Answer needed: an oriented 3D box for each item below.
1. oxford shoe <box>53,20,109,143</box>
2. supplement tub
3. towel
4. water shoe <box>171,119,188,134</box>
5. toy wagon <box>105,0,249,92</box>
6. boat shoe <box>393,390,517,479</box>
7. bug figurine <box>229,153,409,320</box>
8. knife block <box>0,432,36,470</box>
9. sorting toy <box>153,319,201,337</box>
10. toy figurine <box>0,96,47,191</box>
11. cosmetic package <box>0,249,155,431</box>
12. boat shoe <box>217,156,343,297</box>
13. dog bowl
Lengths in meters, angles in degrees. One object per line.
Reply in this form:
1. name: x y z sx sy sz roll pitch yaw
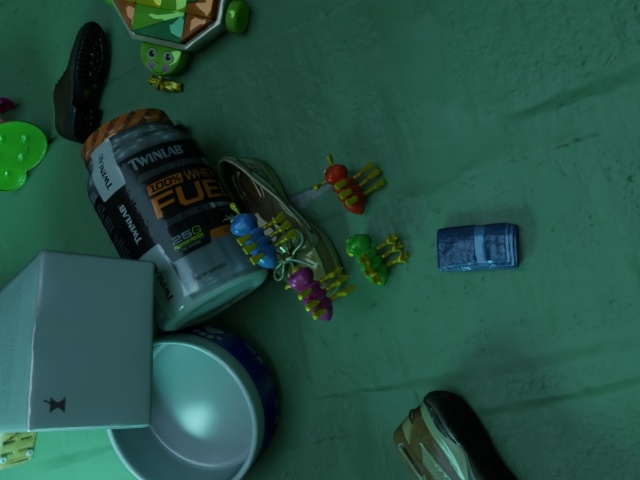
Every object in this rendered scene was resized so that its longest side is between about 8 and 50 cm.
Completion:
1. oxford shoe: -0.463 -0.302 1.409 0.096 0.083 0.227 15 93 31
2. supplement tub: -0.234 -0.035 1.166 0.193 0.193 0.316 -35 80 21
3. towel: 0.225 0.010 1.075 0.119 0.029 0.067 -4 84 27
4. water shoe: -0.298 -0.120 1.320 0.080 0.073 0.203 20 95 30
5. toy wagon: -0.250 -0.429 1.289 0.267 0.068 0.344 16 102 17
6. boat shoe: 0.213 0.367 1.020 0.120 0.122 0.324 -42 62 24
7. bug figurine: 0.000 0.000 1.098 0.216 0.279 0.072 59 144 2
8. knife block: -0.660 0.284 1.469 0.242 0.088 0.275 12 93 27
9. sorting toy: -0.281 0.199 1.286 0.193 0.038 0.208 35 107 2
10. toy figurine: -0.638 -0.212 1.493 0.159 0.130 0.173 53 134 33
11. cosmetic package: -0.403 0.175 1.140 0.453 0.161 0.230 -22 65 56
12. boat shoe: -0.073 -0.016 1.191 0.104 0.089 0.285 -45 70 17
13. dog bowl: -0.205 0.271 1.198 0.265 0.104 0.264 3 100 17
